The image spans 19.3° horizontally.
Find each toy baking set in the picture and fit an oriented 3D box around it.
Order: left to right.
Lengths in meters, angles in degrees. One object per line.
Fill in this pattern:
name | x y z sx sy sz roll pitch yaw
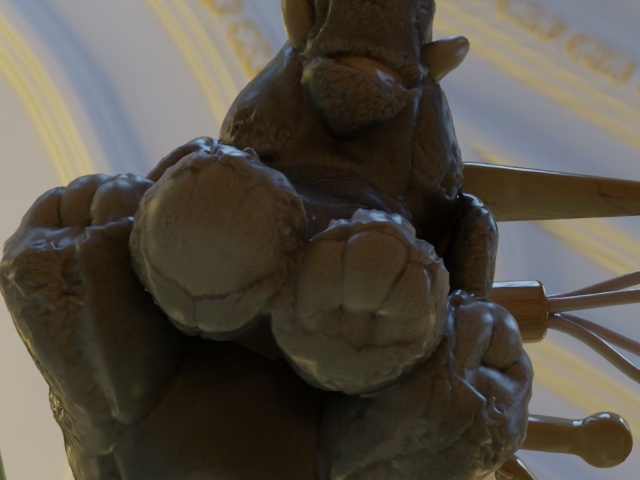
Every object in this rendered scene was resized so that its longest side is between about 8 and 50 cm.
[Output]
toy baking set | 0.066 0.040 0.756 0.196 0.256 0.030 29 -159 -15

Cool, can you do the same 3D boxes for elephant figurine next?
elephant figurine | 0.000 0.000 0.638 0.169 0.186 0.239 53 -157 -18

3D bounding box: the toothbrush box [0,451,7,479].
toothbrush box | -0.281 0.128 1.007 0.206 0.122 0.283 -13 -82 -20
